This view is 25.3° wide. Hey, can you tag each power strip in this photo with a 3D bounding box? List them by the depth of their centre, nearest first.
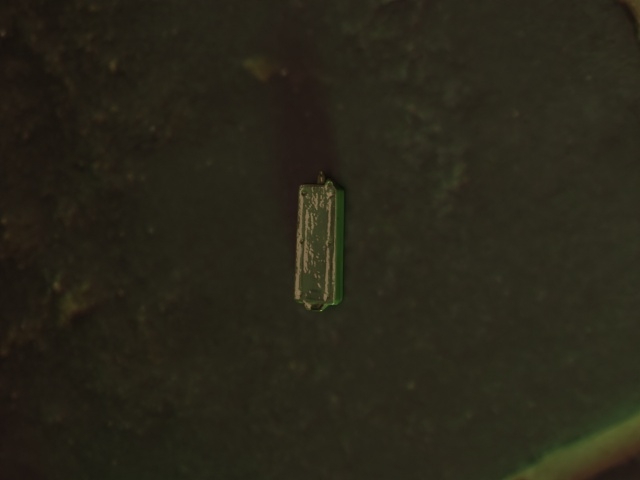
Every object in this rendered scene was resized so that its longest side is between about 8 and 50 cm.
[{"bbox_3d":[0.000,0.000,0.844,0.027,0.017,0.083,3,92,19],"label":"power strip"}]
